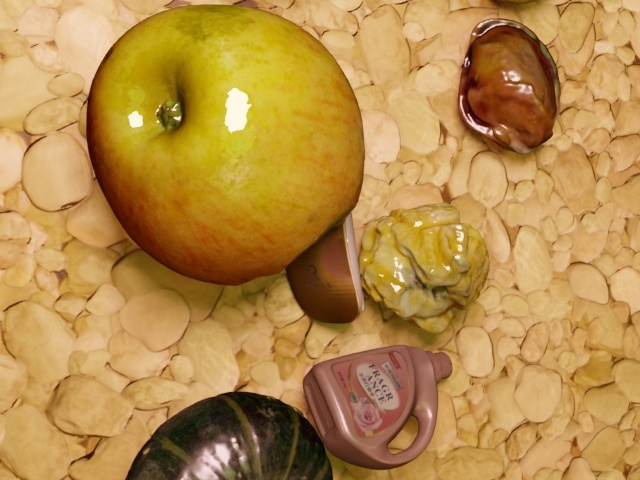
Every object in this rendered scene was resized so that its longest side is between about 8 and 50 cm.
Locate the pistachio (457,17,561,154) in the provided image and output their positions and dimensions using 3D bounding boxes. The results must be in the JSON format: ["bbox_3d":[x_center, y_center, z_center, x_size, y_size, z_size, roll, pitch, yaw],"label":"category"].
[{"bbox_3d":[0.284,-0.232,1.175,0.165,0.130,0.210,-19,90,-12],"label":"pistachio"}]

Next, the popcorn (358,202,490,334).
[{"bbox_3d":[0.149,0.040,1.135,0.187,0.167,0.185,-29,131,20],"label":"popcorn"}]

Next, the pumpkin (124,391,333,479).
[{"bbox_3d":[-0.121,0.349,1.043,0.300,0.207,0.301,2,86,-27],"label":"pumpkin"}]

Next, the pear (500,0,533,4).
[{"bbox_3d":[0.297,-0.422,1.181,0.140,0.104,0.141,0,80,1],"label":"pear"}]

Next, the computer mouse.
[{"bbox_3d":[0.000,0.000,1.111,0.056,0.125,0.245,-13,98,-48],"label":"computer mouse"}]

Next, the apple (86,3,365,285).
[{"bbox_3d":[-0.113,-0.116,0.946,0.339,0.339,0.340,-1,93,-17],"label":"apple"}]

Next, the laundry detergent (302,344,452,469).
[{"bbox_3d":[0.106,0.238,1.135,0.237,0.076,0.171,-5,59,-31],"label":"laundry detergent"}]
